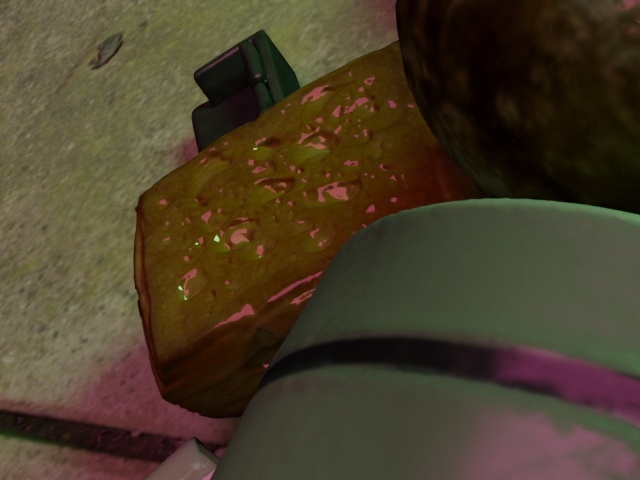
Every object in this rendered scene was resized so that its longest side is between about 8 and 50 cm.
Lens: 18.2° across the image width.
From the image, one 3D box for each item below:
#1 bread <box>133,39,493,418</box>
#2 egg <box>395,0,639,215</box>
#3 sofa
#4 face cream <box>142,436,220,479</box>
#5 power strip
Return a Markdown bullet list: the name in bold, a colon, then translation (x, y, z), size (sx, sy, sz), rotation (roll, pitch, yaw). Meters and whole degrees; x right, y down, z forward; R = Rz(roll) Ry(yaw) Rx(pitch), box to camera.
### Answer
- **bread**: translation (0.000, 0.000, 1.216), size (0.235, 0.099, 0.210), rotation (-28, 38, 11)
- **egg**: translation (0.166, -0.108, 1.008), size (0.238, 0.238, 0.289), rotation (-40, 34, 0)
- **sofa**: translation (-0.055, -0.080, 1.385), size (0.085, 0.060, 0.147), rotation (-33, 35, 12)
- **face cream**: translation (-0.122, 0.201, 1.141), size (0.198, 0.057, 0.084), rotation (-41, 35, -5)
- **power strip**: translation (0.125, 0.139, 0.723), size (0.357, 0.357, 0.161), rotation (3, 54, 45)
